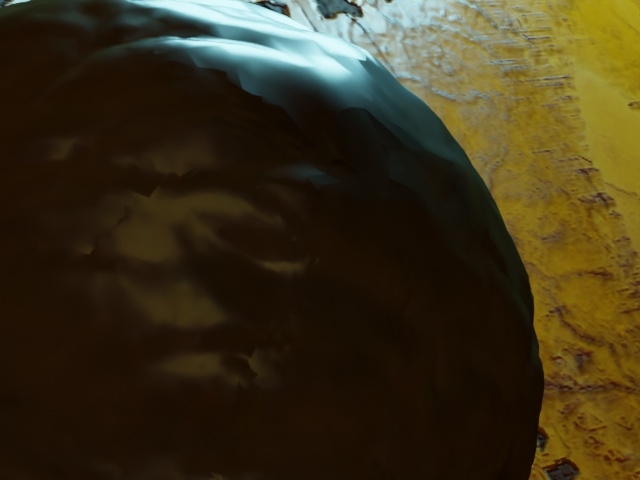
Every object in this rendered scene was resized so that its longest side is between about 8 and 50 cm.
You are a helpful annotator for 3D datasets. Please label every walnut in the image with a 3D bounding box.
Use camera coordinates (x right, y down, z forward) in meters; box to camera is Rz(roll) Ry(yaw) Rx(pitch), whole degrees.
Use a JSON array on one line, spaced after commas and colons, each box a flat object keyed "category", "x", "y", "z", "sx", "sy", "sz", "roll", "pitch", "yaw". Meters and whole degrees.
[{"category": "walnut", "x": -0.060, "y": 0.065, "z": 0.570, "sx": 0.332, "sy": 0.333, "sz": 0.333, "roll": 18, "pitch": 46, "yaw": -19}]
